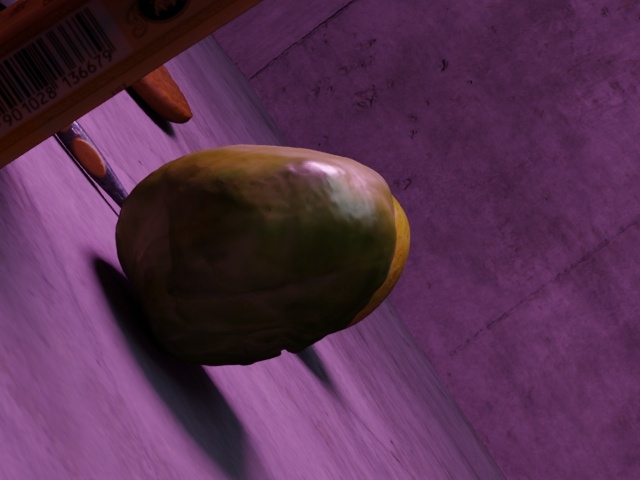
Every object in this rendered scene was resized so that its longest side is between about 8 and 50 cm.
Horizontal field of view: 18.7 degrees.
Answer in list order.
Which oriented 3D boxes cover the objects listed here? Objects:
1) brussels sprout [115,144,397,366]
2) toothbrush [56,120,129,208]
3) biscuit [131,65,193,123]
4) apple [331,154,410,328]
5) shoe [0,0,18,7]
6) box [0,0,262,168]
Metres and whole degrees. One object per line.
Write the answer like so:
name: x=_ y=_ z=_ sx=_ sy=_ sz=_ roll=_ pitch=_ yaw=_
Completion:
brussels sprout: x=-0.041 y=0.004 z=1.399 sx=0.223 sy=0.223 sz=0.161 roll=16 pitch=53 yaw=-83
toothbrush: x=-0.195 y=-0.077 z=1.577 sx=0.321 sy=0.023 sz=0.031 roll=53 pitch=-3 yaw=-21
biscuit: x=-0.239 y=-0.239 z=2.295 sx=0.262 sy=0.037 sz=0.262 roll=54 pitch=5 yaw=-6
apple: x=0.000 y=0.000 z=2.062 sx=0.196 sy=0.196 sz=0.196 roll=53 pitch=4 yaw=-6
shoe: x=-0.279 y=-0.286 z=1.824 sx=0.103 sy=0.100 sz=0.251 roll=50 pitch=8 yaw=-30
box: x=-0.123 y=-0.155 z=1.262 sx=0.076 sy=0.274 sz=0.174 roll=57 pitch=3 yaw=-15
